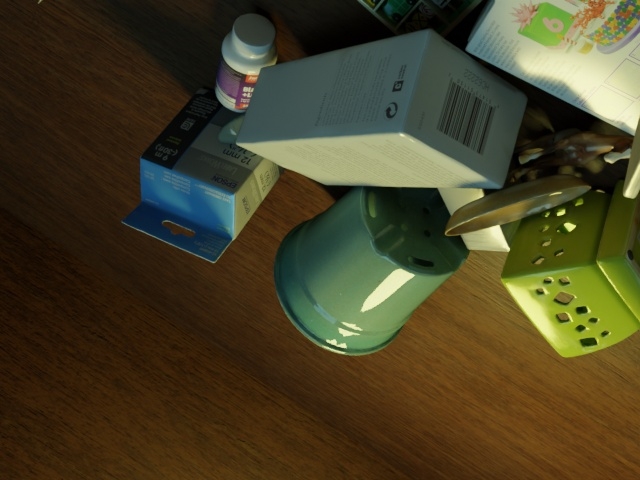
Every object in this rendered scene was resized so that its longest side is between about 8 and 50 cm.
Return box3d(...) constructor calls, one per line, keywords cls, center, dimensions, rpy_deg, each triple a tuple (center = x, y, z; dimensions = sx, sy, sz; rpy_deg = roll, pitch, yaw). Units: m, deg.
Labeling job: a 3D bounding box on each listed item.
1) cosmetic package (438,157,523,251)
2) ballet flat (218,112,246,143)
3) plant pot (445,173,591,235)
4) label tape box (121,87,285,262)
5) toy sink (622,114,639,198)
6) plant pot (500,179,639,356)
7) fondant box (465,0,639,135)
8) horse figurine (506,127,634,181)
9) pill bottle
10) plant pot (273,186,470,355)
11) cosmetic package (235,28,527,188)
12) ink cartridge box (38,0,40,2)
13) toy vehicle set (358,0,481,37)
box3d(cls="cosmetic package", center=(0.291, -0.103, 1.316), dimensions=(0.107, 0.127, 0.238), rpy_deg=(2, 136, 43))
box3d(cls="ballet flat", center=(-0.108, -0.234, 1.465), dimensions=(0.213, 0.068, 0.072), rpy_deg=(-24, 151, 9))
box3d(cls="plant pot", center=(0.309, -0.059, 1.160), dimensions=(0.236, 0.237, 0.032), rpy_deg=(-32, 72, 59))
box3d(cls="label tape box", center=(-0.241, -0.150, 1.552), dimensions=(0.249, 0.347, 0.115), rpy_deg=(22, 149, 21))
box3d(cls="toy sink", center=(0.459, -0.154, 0.838), dimensions=(0.131, 0.152, 0.234), rpy_deg=(17, 148, 14))
box3d(cls="plant pot", center=(0.481, 0.043, 1.252), dimensions=(0.207, 0.228, 0.227), rpy_deg=(-18, 123, 46))
box3d(cls="fondant box", center=(0.392, -0.278, 0.942), dimensions=(0.331, 0.096, 0.238), rpy_deg=(26, 151, -2))
box3d(cls="horse figurine", center=(0.375, -0.138, 1.152), dimensions=(0.263, 0.175, 0.066), rpy_deg=(-100, -7, -86))
box3d(cls="pill bottle", center=(-0.142, -0.344, 1.406), dimensions=(0.108, 0.108, 0.193), rpy_deg=(33, 152, 2))
box3d(cls="plant pot", center=(0.118, 0.026, 1.509), dimensions=(0.341, 0.341, 0.334), rpy_deg=(36, 144, -4))
box3d(cls="cosmetic package", center=(0.081, -0.197, 1.206), dimensions=(0.230, 0.161, 0.453), rpy_deg=(22, 171, -36))
box3d(cls="ink cartridge box", center=(-0.594, -0.569, 1.573), dimensions=(0.029, 0.062, 0.115), rpy_deg=(42, 150, -16))
box3d(cls="toy vehicle set", center=(0.168, -0.403, 1.077), dimensions=(0.166, 0.035, 0.267), rpy_deg=(38, 151, -8))
